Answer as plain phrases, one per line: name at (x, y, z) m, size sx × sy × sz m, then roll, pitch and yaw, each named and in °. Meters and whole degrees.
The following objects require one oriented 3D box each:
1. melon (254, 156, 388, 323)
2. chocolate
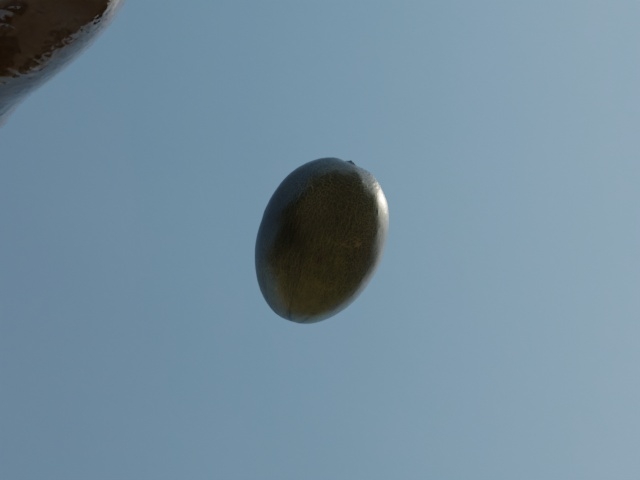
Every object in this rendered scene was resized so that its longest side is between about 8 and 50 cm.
melon at (0.000, 0.000, 1.252) m, size 0.098 × 0.098 × 0.130 m, roll 18°, pitch -80°, yaw -24°
chocolate at (-0.250, -0.154, 1.172) m, size 0.161 × 0.261 × 0.083 m, roll 34°, pitch -131°, yaw -18°
